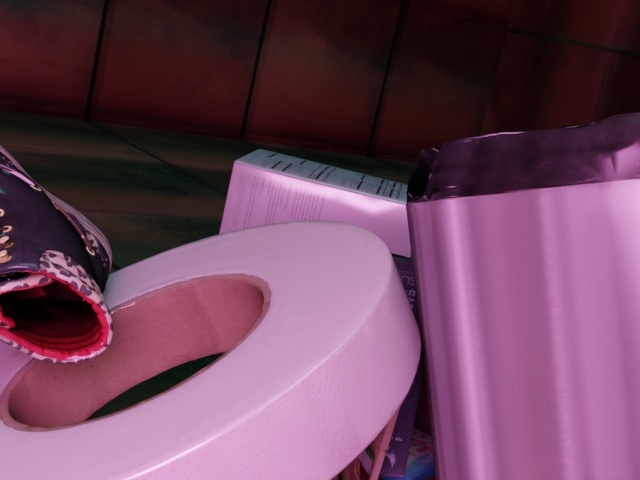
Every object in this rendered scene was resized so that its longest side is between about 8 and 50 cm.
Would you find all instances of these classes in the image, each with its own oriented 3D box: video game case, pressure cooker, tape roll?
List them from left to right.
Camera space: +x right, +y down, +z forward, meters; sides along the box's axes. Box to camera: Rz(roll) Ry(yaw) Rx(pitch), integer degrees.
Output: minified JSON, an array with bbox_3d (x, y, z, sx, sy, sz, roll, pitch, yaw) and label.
[{"bbox_3d":[-0.121,0.101,0.726,0.392,0.072,0.392,-20,18,7],"label":"tape roll"},{"bbox_3d":[0.047,0.201,1.040,0.166,0.015,0.119,20,14,30],"label":"video game case"},{"bbox_3d":[0.259,0.116,0.736,0.370,0.420,0.375,-6,1,-16],"label":"pressure cooker"}]

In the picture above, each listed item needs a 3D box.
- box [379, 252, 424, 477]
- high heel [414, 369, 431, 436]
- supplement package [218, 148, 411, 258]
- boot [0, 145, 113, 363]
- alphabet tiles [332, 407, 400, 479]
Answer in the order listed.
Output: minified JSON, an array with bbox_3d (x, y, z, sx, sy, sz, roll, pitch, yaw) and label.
[{"bbox_3d":[0.031,0.097,0.936,0.059,0.183,0.233,10,1,-15],"label":"box"},{"bbox_3d":[0.068,0.128,1.085,0.181,0.127,0.377,17,-6,-3],"label":"high heel"},{"bbox_3d":[0.000,0.000,1.459,0.263,0.199,0.198,14,12,4],"label":"supplement package"},{"bbox_3d":[-0.249,-0.010,0.742,0.236,0.085,0.178,36,6,-23],"label":"boot"},{"bbox_3d":[0.011,0.140,0.842,0.009,0.198,0.237,12,12,-17],"label":"alphabet tiles"}]
